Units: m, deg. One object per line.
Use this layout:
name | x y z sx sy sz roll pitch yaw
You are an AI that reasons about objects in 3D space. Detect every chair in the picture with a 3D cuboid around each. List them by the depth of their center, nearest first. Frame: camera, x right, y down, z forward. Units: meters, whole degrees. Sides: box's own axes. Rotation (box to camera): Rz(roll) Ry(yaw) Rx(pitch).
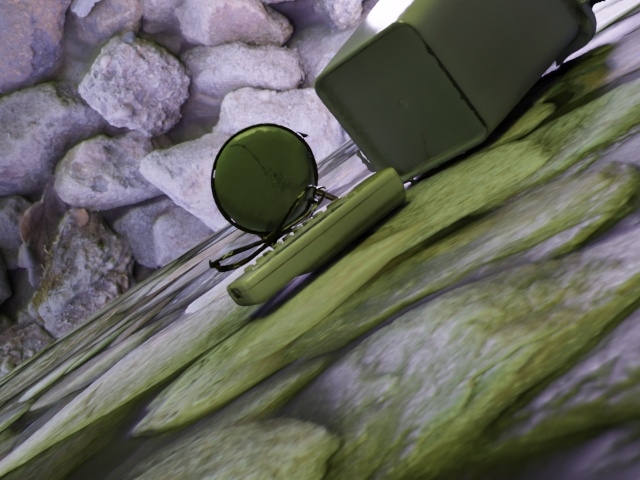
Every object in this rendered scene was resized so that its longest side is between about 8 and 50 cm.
chair | -0.066 -0.069 1.118 0.159 0.170 0.325 -32 -8 11

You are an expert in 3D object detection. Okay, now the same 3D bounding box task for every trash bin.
trash bin | 0.186 -0.264 1.125 0.296 0.256 0.368 -25 19 44

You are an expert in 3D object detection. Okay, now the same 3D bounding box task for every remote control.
remote control | -0.001 -0.001 0.971 0.230 0.049 0.090 -37 9 -20
